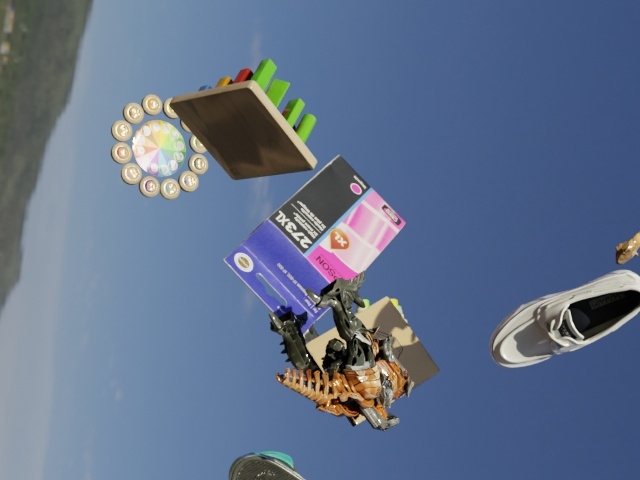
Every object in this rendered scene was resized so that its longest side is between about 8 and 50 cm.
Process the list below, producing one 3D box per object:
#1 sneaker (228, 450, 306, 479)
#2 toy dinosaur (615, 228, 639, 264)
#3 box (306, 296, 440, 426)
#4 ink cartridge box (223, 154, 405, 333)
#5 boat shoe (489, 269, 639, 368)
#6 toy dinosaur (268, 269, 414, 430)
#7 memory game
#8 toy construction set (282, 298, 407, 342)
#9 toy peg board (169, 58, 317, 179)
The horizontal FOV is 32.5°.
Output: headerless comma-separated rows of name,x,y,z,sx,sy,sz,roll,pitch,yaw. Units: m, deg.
sneaker,-0.038,0.452,1.841,0.124,0.295,0.178,-52,-171,-9
toy dinosaur,0.487,-0.036,1.577,0.064,0.112,0.211,0,-134,41
box,0.088,0.206,1.904,0.164,0.201,0.021,56,-32,11
ink cartridge box,0.000,0.000,1.838,0.069,0.176,0.371,-43,-178,39
boat shoe,0.373,0.122,1.668,0.258,0.095,0.084,-32,-176,13
toy dinosaur,0.038,0.175,1.578,0.218,0.164,0.322,63,4,15
memory game,-0.274,-0.161,1.887,0.012,0.186,0.186,-12,-109,58
toy construction set,0.063,0.213,2.499,0.327,0.215,0.151,-1,-104,35
toy peg board,-0.096,-0.173,1.541,0.160,0.161,0.079,-4,-133,41
